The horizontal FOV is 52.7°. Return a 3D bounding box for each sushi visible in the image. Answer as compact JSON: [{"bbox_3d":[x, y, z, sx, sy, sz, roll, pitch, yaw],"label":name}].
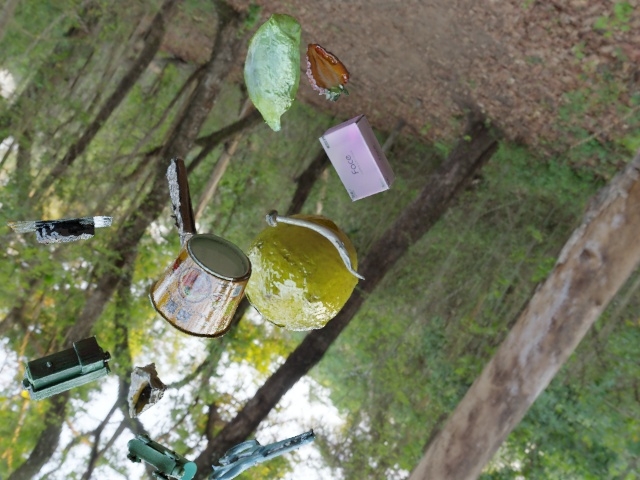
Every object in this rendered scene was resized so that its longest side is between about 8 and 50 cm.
[{"bbox_3d":[-0.629,-0.016,1.583,0.232,0.047,0.220,-5,176,-20],"label":"sushi"}]

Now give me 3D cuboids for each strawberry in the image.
[{"bbox_3d":[0.012,-0.545,2.123,0.192,0.140,0.085,25,167,-20],"label":"strawberry"}]

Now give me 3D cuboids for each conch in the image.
[{"bbox_3d":[-0.734,0.632,2.701,0.163,0.245,0.178,26,173,-14],"label":"conch"}]

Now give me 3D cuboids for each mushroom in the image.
[{"bbox_3d":[-0.001,-0.001,1.635,0.306,0.068,0.043,29,-168,-17],"label":"mushroom"}]

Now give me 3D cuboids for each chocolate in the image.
[{"bbox_3d":[-0.457,-0.128,2.129,0.065,0.102,0.329,5,-127,-30],"label":"chocolate"}]

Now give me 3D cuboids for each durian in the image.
[{"bbox_3d":[-0.108,-0.379,1.436,0.101,0.250,0.139,-6,-141,-33],"label":"durian"}]

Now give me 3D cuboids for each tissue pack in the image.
[{"bbox_3d":[0.126,-0.271,2.115,0.246,0.149,0.092,60,-147,-16],"label":"tissue pack"}]

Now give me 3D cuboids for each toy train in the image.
[{"bbox_3d":[-0.521,0.719,2.120,0.248,0.101,0.159,15,163,33],"label":"toy train"},{"bbox_3d":[-0.962,0.475,2.441,0.138,0.331,0.178,60,152,24],"label":"toy train"}]

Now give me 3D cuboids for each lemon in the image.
[{"bbox_3d":[-0.055,0.088,1.939,0.350,0.349,0.387,33,-143,12],"label":"lemon"}]

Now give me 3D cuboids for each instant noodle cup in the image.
[{"bbox_3d":[-0.270,0.098,1.517,0.216,0.172,0.215,27,-155,-14],"label":"instant noodle cup"}]

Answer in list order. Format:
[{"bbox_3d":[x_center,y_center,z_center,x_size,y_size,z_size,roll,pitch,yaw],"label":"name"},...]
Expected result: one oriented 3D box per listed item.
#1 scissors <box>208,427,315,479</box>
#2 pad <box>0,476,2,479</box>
[{"bbox_3d":[-0.158,0.579,1.759,0.032,0.393,0.180,57,-148,-7],"label":"scissors"},{"bbox_3d":[-0.922,0.582,1.705,0.116,0.193,0.004,-9,-162,-5],"label":"pad"}]
